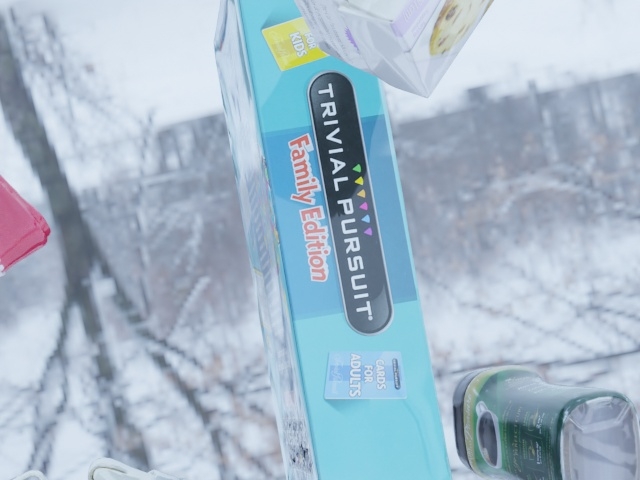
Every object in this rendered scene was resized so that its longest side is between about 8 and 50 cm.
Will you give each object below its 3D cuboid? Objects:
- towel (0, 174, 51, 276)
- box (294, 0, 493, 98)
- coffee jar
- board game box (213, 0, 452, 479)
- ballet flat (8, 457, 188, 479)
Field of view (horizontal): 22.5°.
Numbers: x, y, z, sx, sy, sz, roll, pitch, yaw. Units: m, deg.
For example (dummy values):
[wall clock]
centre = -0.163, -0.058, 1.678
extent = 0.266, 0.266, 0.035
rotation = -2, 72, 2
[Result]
[towel]
centre = -0.295, 0.009, 0.800
extent = 0.275, 0.199, 0.031
rotation = -37, 156, -19
[box]
centre = 0.101, -0.214, 0.722
extent = 0.063, 0.324, 0.067
rotation = 28, 165, 26
[coffee jar]
centre = 0.175, 0.154, 1.278
extent = 0.079, 0.096, 0.184
rotation = -8, -173, -23
[board game box]
centre = 0.000, 0.000, 1.029
extent = 0.079, 0.336, 0.254
rotation = -9, 175, -7
[ballet flat]
centre = -0.152, 0.172, 1.007
extent = 0.213, 0.068, 0.072
rotation = -14, -178, -2
